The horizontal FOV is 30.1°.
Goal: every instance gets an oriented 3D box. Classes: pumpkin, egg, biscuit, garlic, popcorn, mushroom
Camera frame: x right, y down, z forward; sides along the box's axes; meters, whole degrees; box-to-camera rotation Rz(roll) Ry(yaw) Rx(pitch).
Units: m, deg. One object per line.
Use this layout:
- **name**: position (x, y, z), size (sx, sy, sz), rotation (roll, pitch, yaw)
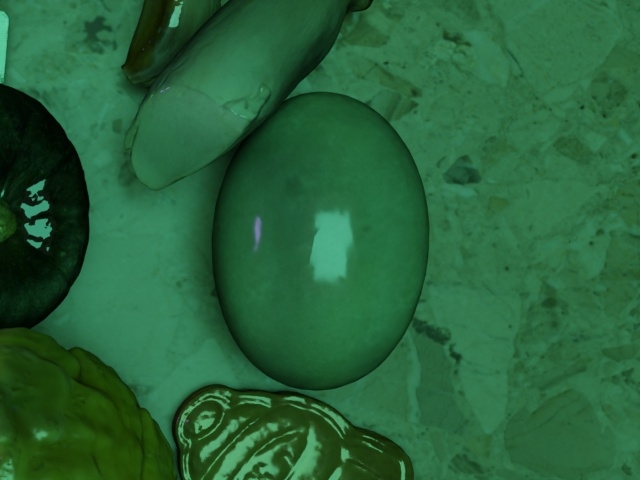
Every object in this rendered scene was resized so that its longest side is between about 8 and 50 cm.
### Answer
- **pumpkin**: position (-0.387, -0.033, 1.312), size (0.300, 0.207, 0.300), rotation (0, 90, -43)
- **egg**: position (0.000, 0.000, 1.408), size (0.258, 0.258, 0.352), rotation (10, 83, -13)
- **biscuit**: position (-0.054, 0.343, 1.487), size (0.351, 0.057, 0.312), rotation (34, 80, -11)
- **garlic**: position (-0.173, -0.291, 1.460), size (0.115, 0.128, 0.207), rotation (7, 79, -37)
- **popcorn**: position (-0.325, 0.276, 1.251), size (0.390, 0.344, 0.354), rotation (-3, 131, -26)
- **mushroom**: position (-0.069, -0.228, 1.399), size (0.137, 0.154, 0.407), rotation (38, 61, -3)

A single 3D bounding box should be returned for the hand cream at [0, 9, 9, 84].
- **hand cream**: position (-0.521, -0.212, 1.373), size (0.305, 0.093, 0.147), rotation (6, 95, -15)
